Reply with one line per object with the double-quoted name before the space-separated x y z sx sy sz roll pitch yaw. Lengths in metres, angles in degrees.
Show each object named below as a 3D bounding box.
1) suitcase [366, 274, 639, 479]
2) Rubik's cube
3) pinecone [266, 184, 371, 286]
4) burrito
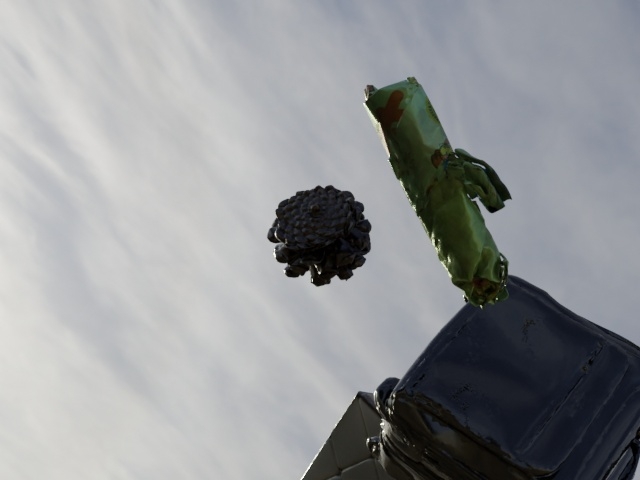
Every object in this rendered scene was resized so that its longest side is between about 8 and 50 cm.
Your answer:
"suitcase" 0.283 0.245 1.348 0.339 0.345 0.188 32 -39 23
"Rubik's cube" 0.137 0.415 1.627 0.225 0.231 0.221 20 16 -50
"pinecone" 0.002 -0.001 1.257 0.140 0.140 0.120 12 -29 31
"burrito" 0.139 -0.066 1.044 0.104 0.054 0.288 -34 -108 34
